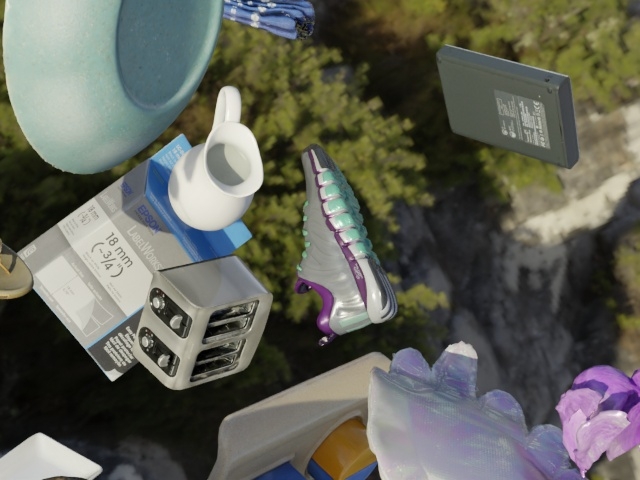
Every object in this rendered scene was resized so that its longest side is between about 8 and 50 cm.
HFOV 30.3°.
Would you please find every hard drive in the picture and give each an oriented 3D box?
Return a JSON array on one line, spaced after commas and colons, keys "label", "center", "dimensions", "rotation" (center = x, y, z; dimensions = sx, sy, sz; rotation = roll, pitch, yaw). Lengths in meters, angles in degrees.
[{"label": "hard drive", "center": [0.169, -0.122, 1.075], "dimensions": [0.022, 0.135, 0.094], "rotation": [-44, 137, -27]}]

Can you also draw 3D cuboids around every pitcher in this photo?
[{"label": "pitcher", "center": [-0.150, -0.115, 1.730], "dimensions": [0.125, 0.207, 0.178], "rotation": [6, 72, -17]}]

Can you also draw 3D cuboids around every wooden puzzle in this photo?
[{"label": "wooden puzzle", "center": [-0.045, 0.324, 1.414], "dimensions": [0.080, 0.348, 0.322], "rotation": [35, 30, 27]}]

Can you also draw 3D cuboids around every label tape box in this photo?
[{"label": "label tape box", "center": [-0.279, 0.027, 1.897], "dimensions": [0.241, 0.333, 0.106], "rotation": [57, -9, -32]}]

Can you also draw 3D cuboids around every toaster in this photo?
[{"label": "toaster", "center": [-0.173, 0.120, 1.776], "dimensions": [0.185, 0.168, 0.110], "rotation": [-12, 45, -42]}]

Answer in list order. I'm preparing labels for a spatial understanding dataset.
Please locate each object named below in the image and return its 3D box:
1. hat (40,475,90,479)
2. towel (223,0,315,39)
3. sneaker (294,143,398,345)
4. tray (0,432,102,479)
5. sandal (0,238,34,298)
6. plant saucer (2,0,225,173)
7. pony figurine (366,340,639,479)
[{"label": "hat", "center": [-0.240, 0.304, 1.101], "dimensions": [0.331, 0.331, 0.134], "rotation": [31, 43, -34]}, {"label": "towel", "center": [-0.166, -0.253, 1.123], "dimensions": [0.336, 0.040, 0.243], "rotation": [17, 8, -2]}, {"label": "sneaker", "center": [0.000, 0.000, 1.278], "dimensions": [0.083, 0.098, 0.224], "rotation": [43, 23, -60]}, {"label": "tray", "center": [-0.459, 0.389, 1.721], "dimensions": [0.270, 0.145, 0.030], "rotation": [-37, 137, -43]}, {"label": "sandal", "center": [-0.419, 0.000, 1.441], "dimensions": [0.072, 0.049, 0.180], "rotation": [-30, 71, -31]}, {"label": "plant saucer", "center": [-0.097, -0.126, 0.656], "dimensions": [0.195, 0.037, 0.195], "rotation": [-50, 150, -43]}, {"label": "pony figurine", "center": [0.165, 0.151, 0.510], "dimensions": [0.303, 0.363, 0.351], "rotation": [42, 22, -2]}]
